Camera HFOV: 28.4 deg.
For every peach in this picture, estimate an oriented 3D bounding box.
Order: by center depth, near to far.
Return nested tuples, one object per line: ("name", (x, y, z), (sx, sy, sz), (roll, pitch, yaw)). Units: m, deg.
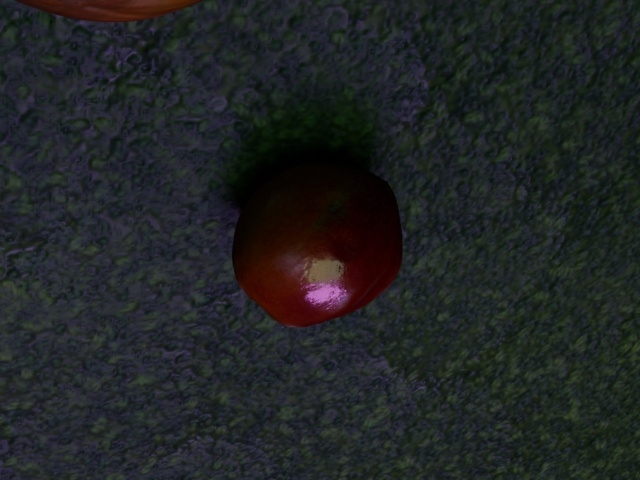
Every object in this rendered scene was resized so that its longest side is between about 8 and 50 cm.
("peach", (0.001, 0.000, 0.769), (0.100, 0.101, 0.101), (-12, 134, -13))

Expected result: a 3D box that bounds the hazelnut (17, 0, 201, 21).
("hazelnut", (-0.100, -0.168, 0.529), (0.150, 0.150, 0.150), (-12, 134, -13))
